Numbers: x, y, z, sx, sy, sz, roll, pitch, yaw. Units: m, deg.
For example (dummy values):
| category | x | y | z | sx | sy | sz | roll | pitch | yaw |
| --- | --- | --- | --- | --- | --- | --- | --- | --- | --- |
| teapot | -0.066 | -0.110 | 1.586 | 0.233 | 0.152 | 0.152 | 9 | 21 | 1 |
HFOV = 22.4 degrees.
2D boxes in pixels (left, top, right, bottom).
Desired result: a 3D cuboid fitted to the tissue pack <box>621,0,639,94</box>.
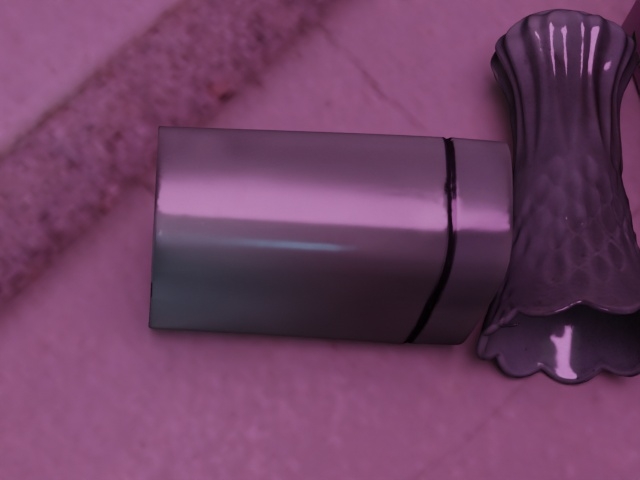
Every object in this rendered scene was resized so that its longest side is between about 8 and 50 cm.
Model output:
| category | x | y | z | sx | sy | sz | roll | pitch | yaw |
| --- | --- | --- | --- | --- | --- | --- | --- | --- | --- |
| tissue pack | 0.212 | -0.019 | 0.648 | 0.092 | 0.148 | 0.246 | -11 | 69 | -11 |

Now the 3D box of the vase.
| category | x | y | z | sx | sy | sz | roll | pitch | yaw |
| --- | --- | --- | --- | --- | --- | --- | --- | --- | --- |
| vase | 0.104 | -0.023 | 0.673 | 0.081 | 0.081 | 0.148 | 5 | 64 | -6 |

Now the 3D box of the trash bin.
| category | x | y | z | sx | sy | sz | roll | pitch | yaw |
| --- | --- | --- | --- | --- | --- | --- | --- | --- | --- |
| trash bin | 0.000 | 0.000 | 0.625 | 0.130 | 0.116 | 0.059 | 3 | 67 | -6 |
